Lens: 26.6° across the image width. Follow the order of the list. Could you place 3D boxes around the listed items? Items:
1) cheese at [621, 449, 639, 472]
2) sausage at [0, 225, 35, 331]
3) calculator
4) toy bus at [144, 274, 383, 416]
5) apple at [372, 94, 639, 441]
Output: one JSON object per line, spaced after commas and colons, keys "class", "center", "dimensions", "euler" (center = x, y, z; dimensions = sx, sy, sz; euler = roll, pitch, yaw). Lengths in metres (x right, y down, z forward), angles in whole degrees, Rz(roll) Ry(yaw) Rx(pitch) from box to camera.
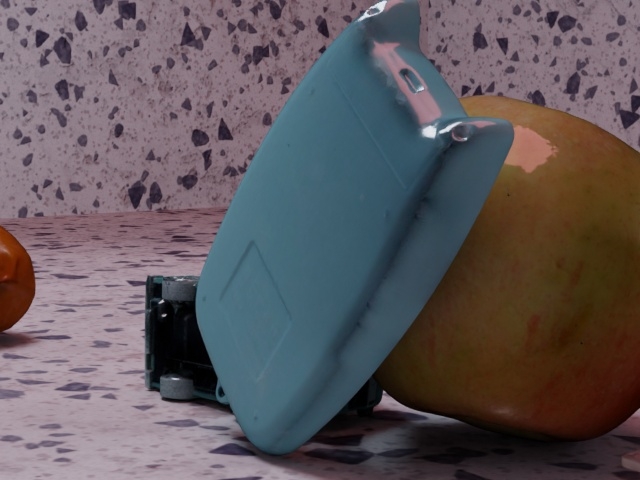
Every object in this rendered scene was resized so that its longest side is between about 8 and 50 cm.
{"class": "cheese", "center": [0.349, 0.167, 1.108], "dimensions": [0.255, 0.050, 0.127], "euler": [-5, 10, -35]}
{"class": "sausage", "center": [-0.471, 0.049, 1.606], "dimensions": [0.268, 0.153, 0.141], "euler": [-3, 40, -40]}
{"class": "calculator", "center": [0.000, 0.000, 1.123], "dimensions": [0.054, 0.386, 0.256], "euler": [10, 36, -34]}
{"class": "toy bus", "center": [-0.054, 0.099, 1.330], "dimensions": [0.147, 0.128, 0.256], "euler": [-2, 5, -42]}
{"class": "apple", "center": [0.168, 0.035, 1.183], "dimensions": [0.319, 0.277, 0.319], "euler": [23, -11, 5]}
